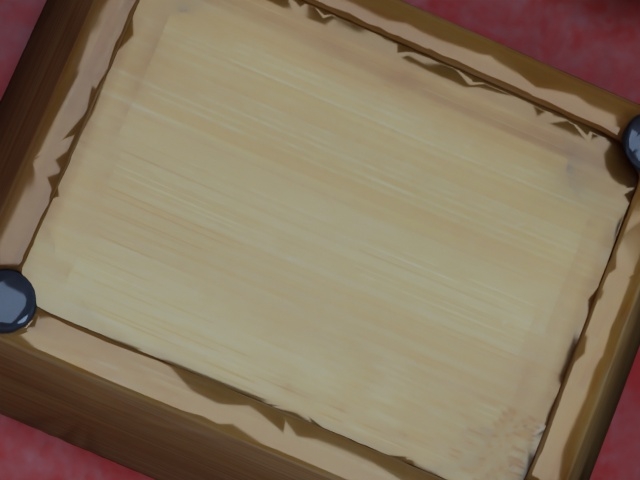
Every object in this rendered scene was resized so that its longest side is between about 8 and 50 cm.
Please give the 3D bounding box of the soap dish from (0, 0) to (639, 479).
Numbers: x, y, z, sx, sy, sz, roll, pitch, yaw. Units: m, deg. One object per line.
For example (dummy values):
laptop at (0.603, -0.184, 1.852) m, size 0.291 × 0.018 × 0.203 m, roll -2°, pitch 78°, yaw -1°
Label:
soap dish at (0.000, 0.000, 0.767) m, size 0.291 × 0.118 × 0.229 m, roll 23°, pitch 80°, yaw -3°
